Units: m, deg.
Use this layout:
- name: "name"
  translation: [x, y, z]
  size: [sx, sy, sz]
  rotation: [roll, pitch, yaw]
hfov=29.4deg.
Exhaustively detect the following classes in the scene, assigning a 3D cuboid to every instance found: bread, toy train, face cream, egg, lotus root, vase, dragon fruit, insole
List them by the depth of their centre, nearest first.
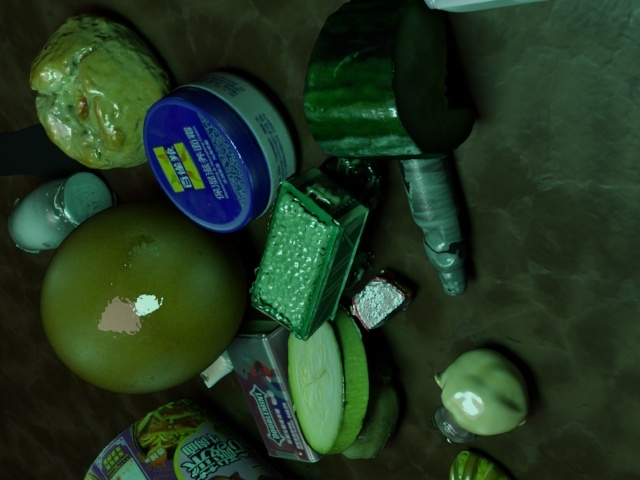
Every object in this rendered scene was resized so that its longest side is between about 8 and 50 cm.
- name: "vase"
  translation: [0.143, -0.028, 1.490]
  size: [0.060, 0.060, 0.211]
  rotation: [5, 122, 42]
- name: "toy train"
  translation: [0.000, 0.000, 1.578]
  size: [0.115, 0.154, 0.269]
  rotation: [39, 139, 20]
- name: "dragon fruit"
  translation: [0.084, 0.077, 1.630]
  size: [0.056, 0.060, 0.083]
  rotation: [50, 115, 15]
- name: "face cream"
  translation: [-0.133, -0.122, 1.652]
  size: [0.206, 0.111, 0.206]
  rotation: [26, 134, 30]
- name: "bread"
  translation: [0.238, 0.370, 1.685]
  size: [0.094, 0.083, 0.157]
  rotation: [3, 120, 29]
- name: "lotus root"
  translation: [0.068, 0.246, 1.744]
  size: [0.183, 0.090, 0.077]
  rotation: [104, 149, -41]
- name: "bread"
  translation: [-0.327, -0.204, 1.767]
  size: [0.244, 0.134, 0.244]
  rotation: [22, 129, 30]
- name: "egg"
  translation: [-0.259, 0.082, 1.790]
  size: [0.351, 0.282, 0.282]
  rotation: [-23, 101, 52]
- name: "insole"
  translation: [-0.486, -0.145, 2.066]
  size: [0.322, 0.007, 0.109]
  rotation: [3, 118, 44]

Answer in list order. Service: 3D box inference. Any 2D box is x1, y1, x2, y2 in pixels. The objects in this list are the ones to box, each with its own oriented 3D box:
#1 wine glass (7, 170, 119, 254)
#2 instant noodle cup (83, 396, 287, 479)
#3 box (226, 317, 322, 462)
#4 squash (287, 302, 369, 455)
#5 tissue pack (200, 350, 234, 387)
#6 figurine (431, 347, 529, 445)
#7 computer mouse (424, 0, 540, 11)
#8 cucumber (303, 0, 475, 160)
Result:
- name: "wine glass"
  translation: [-0.429, -0.044, 2.000]
  size: [0.204, 0.111, 0.111]
  rotation: [-16, 106, 47]
- name: "instant noodle cup"
  translation: [-0.213, 0.432, 2.004]
  size: [0.266, 0.340, 0.340]
  rotation: [48, 142, 23]
- name: "box"
  translation: [-0.065, 0.229, 1.878]
  size: [0.120, 0.069, 0.224]
  rotation: [-3, 115, 46]
- name: "squash"
  translation: [0.007, 0.192, 1.723]
  size: [0.219, 0.041, 0.219]
  rotation: [177, 90, -68]
- name: "tissue pack"
  translation: [-0.161, 0.179, 1.944]
  size: [0.074, 0.059, 0.094]
  rotation: [53, 141, 5]
- name: "figurine"
  translation: [0.203, 0.216, 1.598]
  size: [0.114, 0.108, 0.196]
  rotation: [53, 160, 16]
- name: "computer mouse"
  translation: [0.194, -0.298, 1.242]
  size: [0.245, 0.056, 0.126]
  rotation: [0, 118, 44]
- name: "cucumber"
  translation: [0.073, -0.176, 1.363]
  size: [0.130, 0.191, 0.191]
  rotation: [0, 118, 35]
